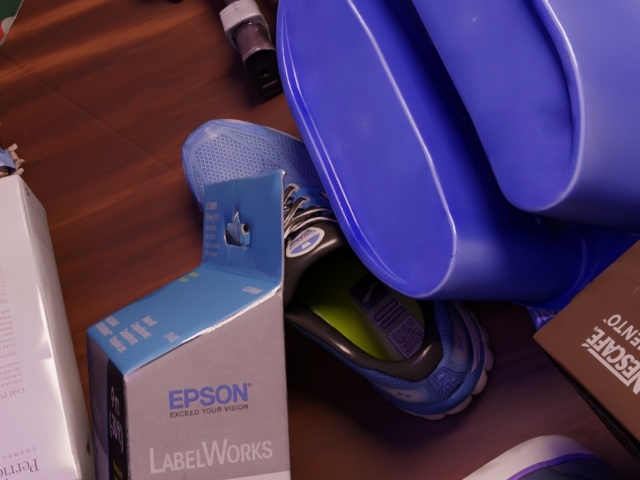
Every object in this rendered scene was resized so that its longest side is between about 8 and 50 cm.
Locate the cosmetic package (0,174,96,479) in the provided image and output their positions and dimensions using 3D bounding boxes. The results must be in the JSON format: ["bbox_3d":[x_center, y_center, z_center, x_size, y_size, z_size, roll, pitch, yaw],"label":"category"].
[{"bbox_3d":[-0.408,0.131,0.831,0.377,0.097,0.284,-15,68,-5],"label":"cosmetic package"}]

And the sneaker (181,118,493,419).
[{"bbox_3d":[0.000,0.000,0.766,0.330,0.147,0.130,42,89,24],"label":"sneaker"}]

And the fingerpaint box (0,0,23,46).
[{"bbox_3d":[-0.581,-0.315,0.911,0.445,0.371,0.163,20,82,22],"label":"fingerpaint box"}]

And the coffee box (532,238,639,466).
[{"bbox_3d":[0.257,0.132,0.583,0.098,0.246,0.141,-41,24,2],"label":"coffee box"}]

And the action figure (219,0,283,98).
[{"bbox_3d":[-0.088,-0.281,0.904,0.185,0.099,0.285,-33,64,13],"label":"action figure"}]

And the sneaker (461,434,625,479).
[{"bbox_3d":[0.110,0.285,0.609,0.323,0.130,0.236,-36,30,-1],"label":"sneaker"}]

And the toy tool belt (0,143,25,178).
[{"bbox_3d":[-0.318,-0.077,0.935,0.051,0.052,0.083,-43,68,11],"label":"toy tool belt"}]

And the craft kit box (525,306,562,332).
[{"bbox_3d":[0.238,-0.081,0.768,0.250,0.061,0.246,-24,72,9],"label":"craft kit box"}]

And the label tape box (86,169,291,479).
[{"bbox_3d":[-0.098,0.124,0.657,0.106,0.241,0.333,-3,92,-19],"label":"label tape box"}]

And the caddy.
[{"bbox_3d":[0.121,-0.112,0.682,0.241,0.179,0.341,-41,63,40],"label":"caddy"}]
